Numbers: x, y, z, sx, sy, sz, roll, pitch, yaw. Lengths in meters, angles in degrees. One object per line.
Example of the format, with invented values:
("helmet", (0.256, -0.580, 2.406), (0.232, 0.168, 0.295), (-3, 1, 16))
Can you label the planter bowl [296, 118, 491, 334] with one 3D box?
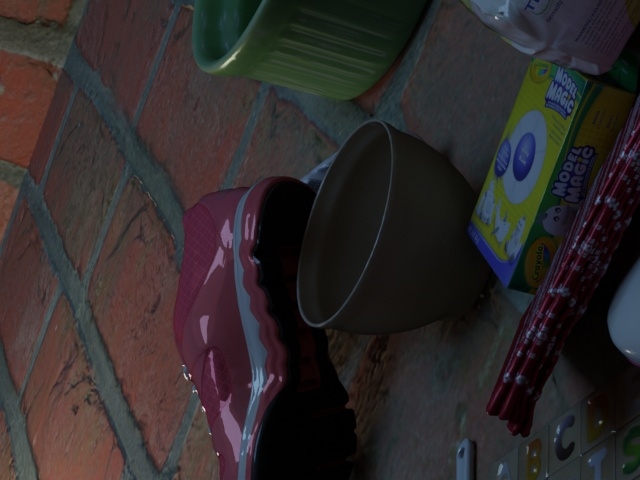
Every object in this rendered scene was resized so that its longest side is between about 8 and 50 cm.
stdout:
("planter bowl", (0.064, 0.002, 1.423), (0.162, 0.109, 0.162), (-162, 90, -72))

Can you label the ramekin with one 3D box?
("ramekin", (0.004, -0.279, 1.781), (0.303, 0.148, 0.303), (-163, 90, -71))

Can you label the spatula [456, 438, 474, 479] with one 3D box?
("spatula", (0.066, 0.271, 1.320), (0.168, 0.019, 0.242), (129, 152, -48))

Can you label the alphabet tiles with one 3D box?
("alphabet tiles", (0.160, 0.185, 1.151), (0.237, 0.009, 0.198), (133, 149, -52))

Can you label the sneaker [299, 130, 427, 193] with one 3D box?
("sneaker", (0.000, 0.000, 1.614), (0.281, 0.105, 0.115), (-48, 7, 30))

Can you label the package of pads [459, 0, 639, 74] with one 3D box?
("package of pads", (0.165, -0.252, 1.286), (0.229, 0.101, 0.296), (-61, 18, 12))

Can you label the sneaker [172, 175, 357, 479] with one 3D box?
("sneaker", (-0.056, 0.105, 1.537), (0.136, 0.116, 0.313), (2, 92, 44))

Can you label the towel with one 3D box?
("towel", (0.180, -0.026, 1.156), (0.275, 0.031, 0.199), (-65, -4, 19))

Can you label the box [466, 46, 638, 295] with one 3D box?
("box", (0.160, -0.062, 1.301), (0.105, 0.043, 0.179), (-118, 47, -64))

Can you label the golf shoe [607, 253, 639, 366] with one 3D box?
("golf shoe", (0.217, -0.027, 0.982), (0.306, 0.140, 0.115), (130, 149, -51))
